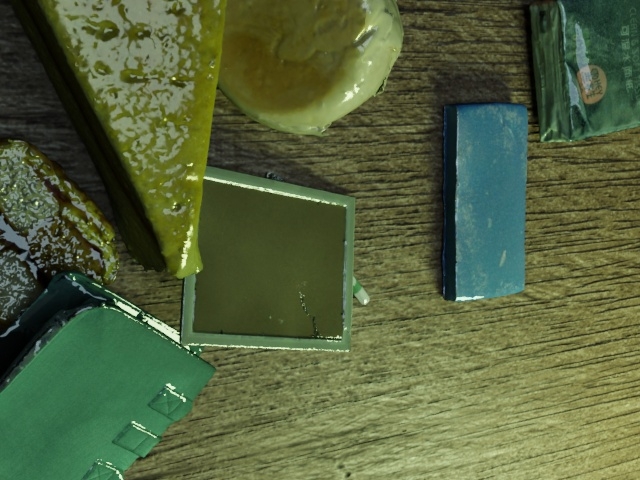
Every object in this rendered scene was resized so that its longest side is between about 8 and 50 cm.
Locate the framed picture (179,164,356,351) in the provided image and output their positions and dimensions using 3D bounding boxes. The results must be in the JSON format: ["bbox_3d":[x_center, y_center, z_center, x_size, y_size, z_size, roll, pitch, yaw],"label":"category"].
[{"bbox_3d":[-0.063,0.031,1.095,0.293,0.018,0.231,10,79,-42],"label":"framed picture"}]

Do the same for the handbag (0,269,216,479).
[{"bbox_3d":[-0.296,0.187,0.975,0.269,0.100,0.274,-50,142,-1],"label":"handbag"}]

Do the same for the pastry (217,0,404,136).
[{"bbox_3d":[-0.023,-0.263,1.020,0.264,0.133,0.265,5,106,18],"label":"pastry"}]

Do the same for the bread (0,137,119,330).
[{"bbox_3d":[-0.356,-0.010,0.959,0.181,0.096,0.222,-40,112,-14],"label":"bread"}]

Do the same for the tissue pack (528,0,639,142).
[{"bbox_3d":[0.492,-0.299,1.340,0.315,0.103,0.228,-15,106,-23],"label":"tissue pack"}]

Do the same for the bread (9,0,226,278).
[{"bbox_3d":[-0.250,-0.133,0.918,0.245,0.233,0.362,3,97,-27],"label":"bread"}]

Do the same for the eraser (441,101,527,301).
[{"bbox_3d":[0.262,-0.062,1.292,0.144,0.042,0.312,-5,100,-26],"label":"eraser"}]

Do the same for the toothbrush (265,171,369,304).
[{"bbox_3d":[0.000,0.000,1.184,0.018,0.024,0.257,-43,115,-15],"label":"toothbrush"}]
